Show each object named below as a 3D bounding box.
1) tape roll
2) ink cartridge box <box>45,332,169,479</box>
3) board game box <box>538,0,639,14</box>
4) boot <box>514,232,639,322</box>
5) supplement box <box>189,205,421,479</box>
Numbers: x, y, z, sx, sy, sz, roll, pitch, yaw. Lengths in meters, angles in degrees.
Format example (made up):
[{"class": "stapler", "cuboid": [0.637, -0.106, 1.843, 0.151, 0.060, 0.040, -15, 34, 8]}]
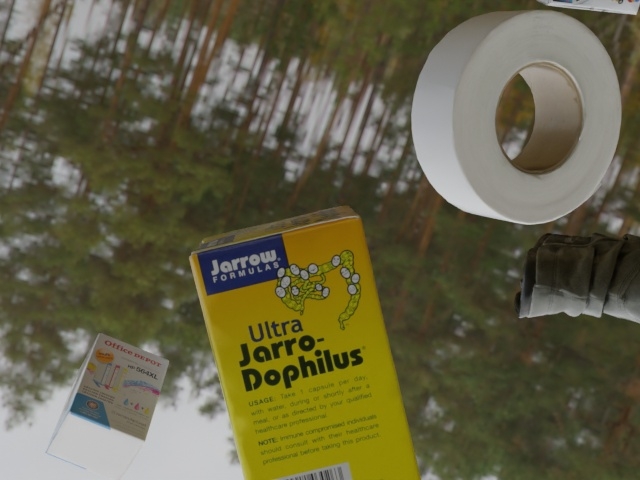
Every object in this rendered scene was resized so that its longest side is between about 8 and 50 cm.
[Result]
[{"class": "tape roll", "cuboid": [0.266, -0.165, 1.540, 0.286, 0.286, 0.100, 14, -179, -30]}, {"class": "ink cartridge box", "cuboid": [-0.241, 0.184, 1.319, 0.092, 0.090, 0.143, 24, -140, -12]}, {"class": "board game box", "cuboid": [0.469, -0.526, 1.848, 0.193, 0.305, 0.053, 0, -154, -27]}, {"class": "boot", "cuboid": [0.239, 0.013, 0.832, 0.161, 0.083, 0.246, 9, -167, 25]}, {"class": "supplement box", "cuboid": [-0.013, 0.155, 1.335, 0.195, 0.356, 0.194, -13, -175, -1]}]
